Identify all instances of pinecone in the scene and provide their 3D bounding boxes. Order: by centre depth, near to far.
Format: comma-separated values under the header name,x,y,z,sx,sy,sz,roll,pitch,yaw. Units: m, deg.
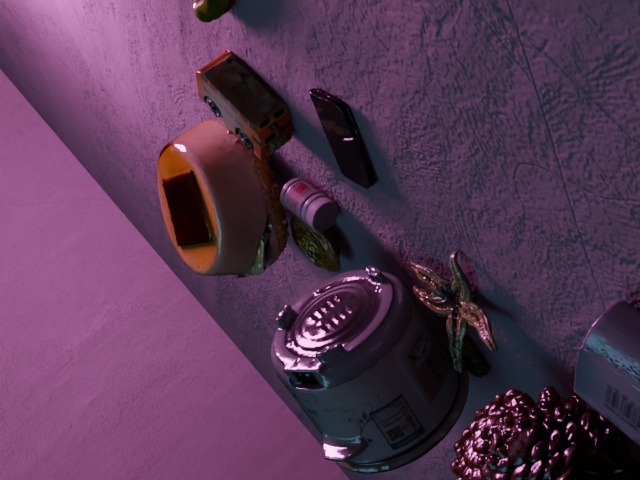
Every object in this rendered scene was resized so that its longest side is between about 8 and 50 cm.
name,x,y,z,sx,sy,sz,roll,pitch,yaw
pinecone,0.314,0.335,1.273,0.292,0.246,0.246,45,167,-18

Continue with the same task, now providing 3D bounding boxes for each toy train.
name,x,y,z,sx,sy,sz,roll,pitch,yaw
toy train,-0.125,-0.216,1.536,0.188,0.072,0.099,46,164,18

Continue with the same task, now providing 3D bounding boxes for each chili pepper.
name,x,y,z,sx,sy,sz,roll,pitch,yaw
chili pepper,-0.139,-0.345,1.343,0.052,0.050,0.202,16,168,-13

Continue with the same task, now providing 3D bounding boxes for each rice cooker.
name,x,y,z,sx,sy,sz,roll,pitch,yaw
rice cooker,0.080,0.210,1.533,0.264,0.316,0.316,-9,124,37

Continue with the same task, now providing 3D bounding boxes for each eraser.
name,x,y,z,sx,sy,sz,roll,pitch,yaw
eraser,0.380,0.183,1.017,0.227,0.081,0.174,42,159,31

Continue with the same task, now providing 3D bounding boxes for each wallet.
name,x,y,z,sx,sy,sz,roll,pitch,yaw
wallet,0.032,-0.142,1.367,0.082,0.018,0.156,35,157,44

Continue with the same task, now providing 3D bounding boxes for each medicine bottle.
name,x,y,z,sx,sy,sz,roll,pitch,yaw
medicine bottle,-0.019,-0.060,1.617,0.091,0.058,0.058,38,160,39

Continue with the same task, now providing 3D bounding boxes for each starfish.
name,x,y,z,sx,sy,sz,roll,pitch,yaw
starfish,0.191,0.098,1.386,0.223,0.050,0.217,-131,34,-54

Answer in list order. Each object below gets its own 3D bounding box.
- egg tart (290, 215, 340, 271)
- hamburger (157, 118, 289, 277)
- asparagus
name,x,y,z,sx,sy,sz,roll,pitch,yaw
egg tart,0.000,0.000,1.724,0.129,0.049,0.129,42,159,20
hamburger,-0.176,-0.074,1.769,0.302,0.170,0.302,36,135,47
asparagus,0.212,0.146,1.495,0.165,0.030,0.036,58,172,-24
